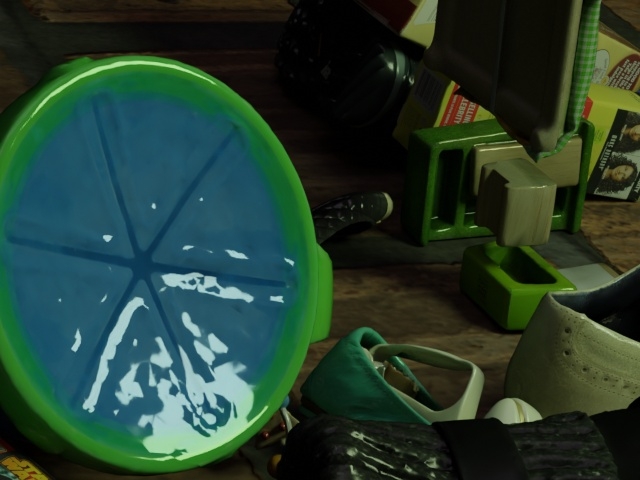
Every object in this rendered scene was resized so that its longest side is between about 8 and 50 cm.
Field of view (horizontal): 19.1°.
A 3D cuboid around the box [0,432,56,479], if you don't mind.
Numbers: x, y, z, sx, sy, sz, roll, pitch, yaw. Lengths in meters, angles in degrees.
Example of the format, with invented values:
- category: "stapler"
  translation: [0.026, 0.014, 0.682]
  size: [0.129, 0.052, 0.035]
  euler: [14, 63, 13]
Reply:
- category: "box"
  translation: [-0.157, 0.147, 0.946]
  size: [0.137, 0.027, 0.094]
  euler: [34, 25, 30]

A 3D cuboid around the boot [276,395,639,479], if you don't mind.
- category: "boot"
  translation: [0.141, 0.211, 0.949]
  size: [0.260, 0.131, 0.348]
  euler: [-3, 34, -24]

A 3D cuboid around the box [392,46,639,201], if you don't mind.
- category: "box"
  translation: [0.180, -0.096, 1.598]
  size: [0.232, 0.087, 0.058]
  euler: [10, 23, -30]

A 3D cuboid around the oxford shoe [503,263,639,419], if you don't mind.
- category: "oxford shoe"
  translation: [0.291, 0.073, 1.273]
  size: [0.397, 0.146, 0.140]
  euler: [-11, 32, -36]

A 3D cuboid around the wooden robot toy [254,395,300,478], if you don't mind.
- category: "wooden robot toy"
  translation: [0.004, 0.160, 1.130]
  size: [0.173, 0.076, 0.079]
  euler: [29, 68, 34]

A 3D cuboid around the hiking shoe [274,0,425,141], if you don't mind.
- category: "hiking shoe"
  translation: [0.047, -0.155, 1.737]
  size: [0.132, 0.113, 0.304]
  euler: [25, 18, -24]

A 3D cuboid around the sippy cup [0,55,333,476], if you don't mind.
- category: "sippy cup"
  translation: [-0.158, 0.022, 1.121]
  size: [0.224, 0.305, 0.240]
  euler: [-9, 40, 49]

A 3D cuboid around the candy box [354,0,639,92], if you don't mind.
- category: "candy box"
  translation: [0.142, -0.214, 1.724]
  size: [0.316, 0.087, 0.183]
  euler: [19, 20, -46]

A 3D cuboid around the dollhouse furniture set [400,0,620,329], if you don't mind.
- category: "dollhouse furniture set"
  translation: [0.181, -0.110, 1.431]
  size: [0.151, 0.301, 0.197]
  euler: [-6, 28, -23]

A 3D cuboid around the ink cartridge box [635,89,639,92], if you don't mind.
- category: "ink cartridge box"
  translation: [0.389, -0.090, 1.748]
  size: [0.207, 0.046, 0.097]
  euler: [24, 29, 29]

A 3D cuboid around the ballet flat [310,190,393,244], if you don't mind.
- category: "ballet flat"
  translation: [0.000, 0.000, 1.459]
  size: [0.173, 0.057, 0.049]
  euler: [-25, 83, -47]

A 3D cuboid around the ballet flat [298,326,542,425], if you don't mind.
- category: "ballet flat"
  translation: [0.085, 0.122, 1.163]
  size: [0.247, 0.087, 0.083]
  euler: [33, 5, 40]
